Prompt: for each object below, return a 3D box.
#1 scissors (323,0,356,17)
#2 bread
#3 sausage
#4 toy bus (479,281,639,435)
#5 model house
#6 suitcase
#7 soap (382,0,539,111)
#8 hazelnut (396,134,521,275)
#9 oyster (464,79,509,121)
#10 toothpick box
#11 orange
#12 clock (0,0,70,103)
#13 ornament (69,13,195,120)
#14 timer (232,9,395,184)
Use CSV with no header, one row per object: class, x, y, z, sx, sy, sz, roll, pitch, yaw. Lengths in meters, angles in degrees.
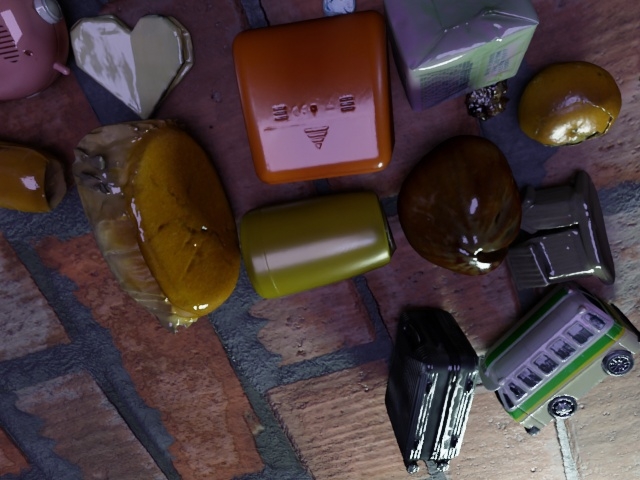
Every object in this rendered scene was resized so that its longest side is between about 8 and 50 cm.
scissors,0.032,-0.395,0.827,0.125,0.030,0.256,13,115,1
bread,-0.278,-0.036,0.916,0.183,0.236,0.389,-1,124,21
sausage,-0.670,-0.136,0.943,0.353,0.116,0.134,10,129,2
toy bus,0.477,0.239,1.035,0.179,0.143,0.305,34,113,-9
model house,0.442,0.001,0.944,0.188,0.122,0.229,-15,99,24
suitcase,0.226,0.312,1.053,0.128,0.202,0.312,0,115,-8
soap,0.201,-0.307,0.752,0.182,0.199,0.138,-20,84,11
hazelnut,0.243,-0.056,0.871,0.217,0.217,0.252,2,128,2
oyster,0.291,-0.276,0.868,0.086,0.029,0.132,-15,115,10
toothpick box,0.000,0.000,0.937,0.271,0.175,0.175,-13,114,5
orange,0.414,-0.229,0.835,0.156,0.134,0.156,5,157,2
clock,-0.535,-0.342,0.809,0.241,0.142,0.227,-10,114,16
ornament,-0.326,-0.301,0.880,0.201,0.059,0.180,2,114,6
timer,-0.007,-0.237,0.839,0.257,0.161,0.250,-6,110,7
